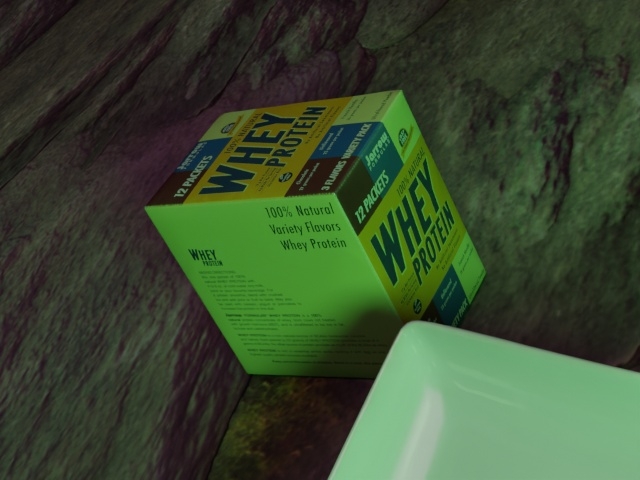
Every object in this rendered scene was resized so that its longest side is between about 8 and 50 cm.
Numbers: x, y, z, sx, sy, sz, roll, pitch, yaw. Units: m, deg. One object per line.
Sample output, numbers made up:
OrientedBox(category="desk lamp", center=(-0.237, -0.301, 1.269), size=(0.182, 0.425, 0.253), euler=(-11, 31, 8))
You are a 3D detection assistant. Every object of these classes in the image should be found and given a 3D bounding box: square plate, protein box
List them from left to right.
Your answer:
OrientedBox(category="protein box", center=(0.000, 0.000, 1.073), size=(0.200, 0.201, 0.136), euler=(-3, 40, 36))
OrientedBox(category="square plate", center=(0.117, 0.229, 0.712), size=(0.347, 0.049, 0.344), euler=(10, 67, 44))
